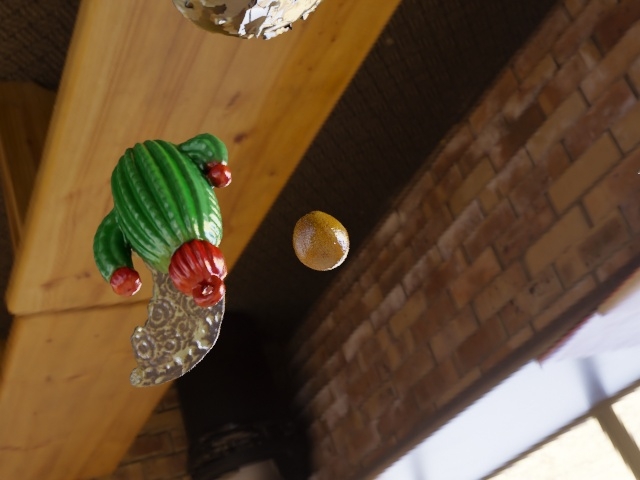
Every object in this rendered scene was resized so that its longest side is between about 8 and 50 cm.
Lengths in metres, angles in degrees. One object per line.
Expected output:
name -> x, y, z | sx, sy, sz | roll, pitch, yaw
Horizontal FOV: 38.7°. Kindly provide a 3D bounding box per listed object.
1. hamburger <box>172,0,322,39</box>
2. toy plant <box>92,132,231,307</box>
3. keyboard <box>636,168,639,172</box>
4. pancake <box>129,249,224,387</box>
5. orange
hamburger -> -0.020, -0.340, 0.742 | 0.318, 0.195, 0.277 | -45, 176, -34
toy plant -> -0.160, -0.016, 0.919 | 0.155, 0.240, 0.088 | -16, 138, 16
keyboard -> 0.547, -0.109, 1.321 | 0.198, 0.010, 0.064 | 0, 156, -32
pancake -> -0.195, 0.090, 1.129 | 0.184, 0.020, 0.190 | 39, 75, -42
orange -> 0.000, 0.000, 1.253 | 0.085, 0.085, 0.085 | -16, 154, -8
